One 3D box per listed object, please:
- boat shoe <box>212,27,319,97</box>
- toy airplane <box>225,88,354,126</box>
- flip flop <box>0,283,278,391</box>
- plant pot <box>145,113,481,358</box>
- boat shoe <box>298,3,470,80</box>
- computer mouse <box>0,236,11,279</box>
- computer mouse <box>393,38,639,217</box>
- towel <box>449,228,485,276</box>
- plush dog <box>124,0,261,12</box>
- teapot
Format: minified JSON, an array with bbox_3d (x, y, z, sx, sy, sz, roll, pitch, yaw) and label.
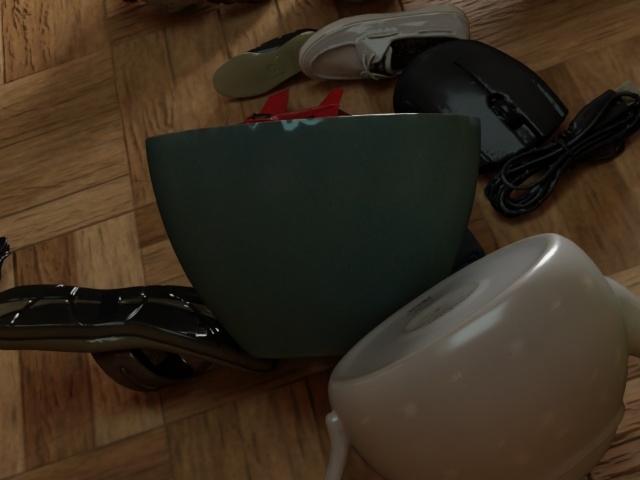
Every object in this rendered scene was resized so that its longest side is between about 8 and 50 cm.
[{"bbox_3d":[-0.053,-0.191,2.055,0.133,0.049,0.042,-23,9,9],"label":"boat shoe"},{"bbox_3d":[-0.034,-0.120,1.934,0.151,0.028,0.151,-13,35,9],"label":"toy airplane"},{"bbox_3d":[-0.174,0.096,1.719,0.277,0.080,0.112,2,22,2],"label":"flip flop"},{"bbox_3d":[0.000,0.000,1.636,0.290,0.195,0.290,-4,-1,0],"label":"plant pot"},{"bbox_3d":[0.068,-0.197,1.993,0.184,0.066,0.063,-8,37,1],"label":"boat shoe"},{"bbox_3d":[-0.413,0.049,1.931,0.193,0.042,0.106,-7,44,9],"label":"computer mouse"},{"bbox_3d":[0.169,-0.138,1.859,0.188,0.072,0.272,-36,40,-18],"label":"computer mouse"},{"bbox_3d":[0.102,-0.002,1.759,0.067,0.029,0.119,-27,37,-7],"label":"towel"},{"bbox_3d":[-0.149,-0.373,2.224,0.262,0.210,0.225,6,68,30],"label":"plush dog"},{"bbox_3d":[0.139,0.130,1.468,0.256,0.187,0.252,-27,8,36],"label":"teapot"}]
